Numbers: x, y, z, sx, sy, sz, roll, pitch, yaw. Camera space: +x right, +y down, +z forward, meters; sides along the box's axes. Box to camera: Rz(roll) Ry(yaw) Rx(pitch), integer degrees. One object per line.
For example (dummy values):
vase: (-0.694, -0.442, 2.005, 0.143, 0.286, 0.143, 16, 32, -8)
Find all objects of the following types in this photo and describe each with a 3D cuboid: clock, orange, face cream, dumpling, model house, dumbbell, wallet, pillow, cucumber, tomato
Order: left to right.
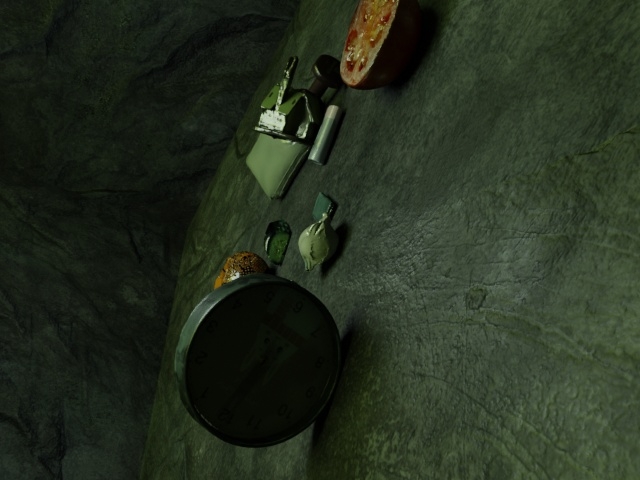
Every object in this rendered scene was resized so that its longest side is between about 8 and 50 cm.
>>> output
orange: (-0.276, 0.156, 2.050, 0.234, 0.182, 0.234, -48, 21, 25)
clock: (-0.128, 0.268, 1.287, 0.076, 0.386, 0.386, 6, 77, 63)
cucumber: (-0.163, -0.008, 2.074, 0.193, 0.086, 0.115, -101, 34, -66)
pillow: (-0.166, -0.345, 2.247, 0.255, 0.120, 0.322, 56, 131, 27)
model house: (-0.081, -0.475, 1.989, 0.218, 0.205, 0.278, -2, -71, -70)
dumbbell: (-0.008, -0.552, 2.096, 0.225, 0.124, 0.140, -46, 14, 49)
dumpling: (0.000, 0.000, 1.618, 0.127, 0.108, 0.187, -54, -18, -59)
wallet: (0.009, -0.092, 1.775, 0.129, 0.026, 0.088, -128, 56, -66)
face cream: (0.019, -0.357, 1.960, 0.084, 0.057, 0.198, -156, 88, -82)
tomato: (0.182, -0.560, 1.609, 0.338, 0.144, 0.338, -165, 90, -71)
